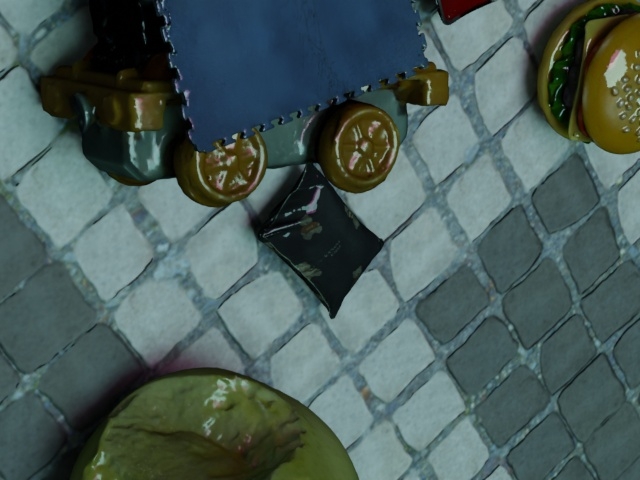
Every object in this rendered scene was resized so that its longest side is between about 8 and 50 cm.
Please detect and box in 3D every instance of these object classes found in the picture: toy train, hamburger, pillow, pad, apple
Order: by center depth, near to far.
[{"bbox_3d":[-0.032,-0.229,1.507,0.269,0.012,0.270,-21,105,-39],"label":"pad"},{"bbox_3d":[-0.048,-0.156,1.610,0.369,0.163,0.232,-8,102,-35],"label":"toy train"},{"bbox_3d":[-0.095,0.257,1.708,0.279,0.279,0.279,-15,118,-31],"label":"apple"},{"bbox_3d":[0.000,0.000,1.785,0.090,0.048,0.150,-45,134,-1],"label":"pillow"},{"bbox_3d":[0.292,-0.162,1.884,0.162,0.115,0.162,-17,121,-30],"label":"hamburger"}]

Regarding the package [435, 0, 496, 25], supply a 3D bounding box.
[{"bbox_3d":[0.148,-0.332,1.755,0.154,0.030,0.239,-25,121,-30],"label":"package"}]
